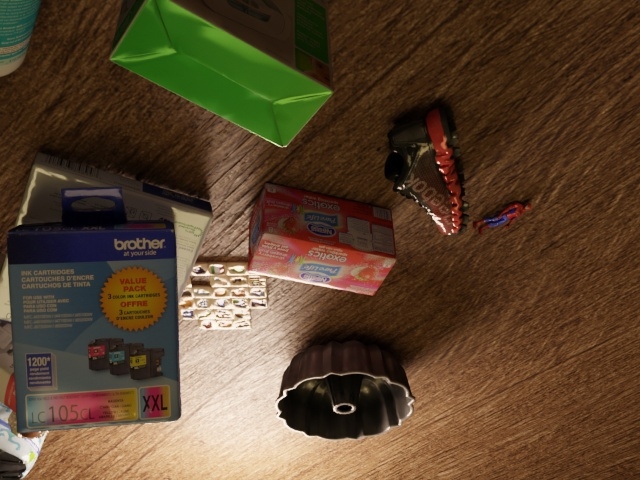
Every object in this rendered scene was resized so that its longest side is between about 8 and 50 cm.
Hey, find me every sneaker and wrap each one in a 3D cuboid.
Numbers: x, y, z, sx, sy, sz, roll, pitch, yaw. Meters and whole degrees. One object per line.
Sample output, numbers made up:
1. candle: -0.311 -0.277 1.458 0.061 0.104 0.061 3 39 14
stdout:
1. sneaker: 0.184 -0.107 1.383 0.135 0.097 0.276 -11 136 11

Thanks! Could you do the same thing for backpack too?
1. backpack: -0.840 0.445 1.906 0.355 0.273 0.290 38 127 -10

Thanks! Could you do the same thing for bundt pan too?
1. bundt pan: 0.057 0.347 1.888 0.331 0.124 0.331 0 139 0

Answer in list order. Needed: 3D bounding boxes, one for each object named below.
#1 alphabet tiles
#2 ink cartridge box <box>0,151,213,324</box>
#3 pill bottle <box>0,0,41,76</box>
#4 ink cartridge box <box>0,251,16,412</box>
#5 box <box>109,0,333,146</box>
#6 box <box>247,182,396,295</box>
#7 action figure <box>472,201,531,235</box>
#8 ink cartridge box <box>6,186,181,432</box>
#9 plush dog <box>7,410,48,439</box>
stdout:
1. alphabet tiles: -0.213 0.121 1.706 0.198 0.009 0.237 0 140 -2
2. ink cartridge box: -0.406 0.034 1.470 0.324 0.071 0.330 17 115 -21
3. pill bottle: -0.436 -0.352 1.041 0.146 0.146 0.264 18 136 -22
4. ink cartridge box: -0.596 0.178 1.529 0.283 0.207 0.117 34 134 3
5. box: -0.124 -0.287 1.061 0.262 0.231 0.127 25 133 -27
6. box: 0.000 0.000 1.479 0.257 0.128 0.122 11 138 -15
7. action figure: 0.349 -0.043 1.517 0.115 0.030 0.038 -29 127 26
8. ink cartridge box: -0.378 0.106 1.347 0.270 0.151 0.395 -2 96 -12
9. plush dog: -0.584 0.297 1.803 0.262 0.210 0.225 -3 133 -43
